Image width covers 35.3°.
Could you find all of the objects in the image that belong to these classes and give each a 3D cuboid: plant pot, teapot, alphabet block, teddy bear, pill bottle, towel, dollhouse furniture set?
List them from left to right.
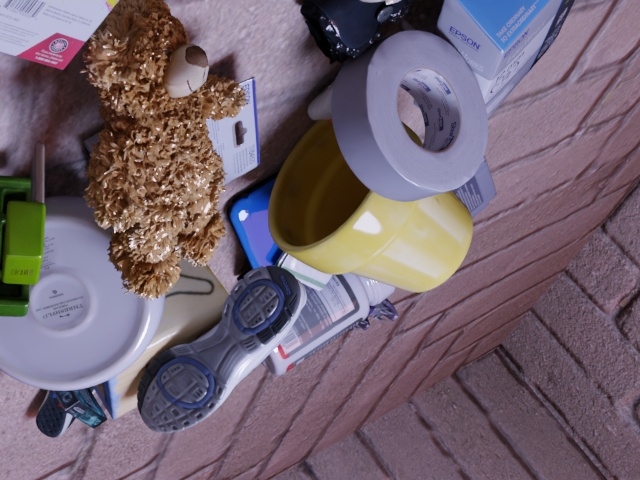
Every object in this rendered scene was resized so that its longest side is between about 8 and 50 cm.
[{"bbox_3d":[-0.429,-0.029,0.987,0.302,0.151,0.197,3,157,-18],"label":"dollhouse furniture set"},{"bbox_3d":[-0.314,0.056,1.252,0.252,0.256,0.187,-64,-169,7],"label":"teapot"},{"bbox_3d":[-0.260,0.105,1.444,0.197,0.192,0.193,-28,159,-23],"label":"alphabet block"},{"bbox_3d":[-0.163,-0.093,1.087,0.245,0.113,0.337,-16,120,-51],"label":"teddy bear"},{"bbox_3d":[-0.010,0.119,1.924,0.283,0.161,0.161,-32,159,-17],"label":"pill bottle"},{"bbox_3d":[0.000,0.000,1.636,0.113,0.023,0.152,27,95,-42],"label":"towel"},{"bbox_3d":[0.091,-0.044,1.502,0.239,0.254,0.254,31,113,-33],"label":"plant pot"}]

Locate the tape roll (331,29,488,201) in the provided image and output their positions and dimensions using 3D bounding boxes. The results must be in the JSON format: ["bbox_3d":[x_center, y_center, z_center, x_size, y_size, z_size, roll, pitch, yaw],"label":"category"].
[{"bbox_3d":[0.121,-0.164,1.333,0.219,0.219,0.072,-21,-177,-39],"label":"tape roll"}]

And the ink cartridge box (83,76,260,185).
[{"bbox_3d":[-0.185,-0.113,1.310,0.224,0.045,0.223,-31,158,-17],"label":"ink cartridge box"}]

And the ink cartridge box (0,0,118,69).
[{"bbox_3d":[-0.237,-0.250,0.898,0.175,0.072,0.127,-45,158,18],"label":"ink cartridge box"}]

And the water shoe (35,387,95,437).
[{"bbox_3d":[-0.410,0.241,1.677,0.203,0.073,0.080,-50,-177,27],"label":"water shoe"}]

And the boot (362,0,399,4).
[{"bbox_3d":[0.049,-0.320,1.058,0.213,0.077,0.165,-35,148,-32],"label":"boot"}]

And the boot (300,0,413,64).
[{"bbox_3d":[0.075,-0.329,1.219,0.207,0.094,0.246,-39,166,-10],"label":"boot"}]

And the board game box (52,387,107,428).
[{"bbox_3d":[-0.368,0.168,1.395,0.026,0.186,0.126,-34,159,-7],"label":"board game box"}]

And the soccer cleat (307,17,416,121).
[{"bbox_3d":[0.057,-0.243,1.434,0.196,0.068,0.076,-31,119,11],"label":"soccer cleat"}]

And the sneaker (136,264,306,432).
[{"bbox_3d":[-0.123,0.157,1.370,0.297,0.111,0.129,-41,165,10],"label":"sneaker"}]

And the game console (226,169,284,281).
[{"bbox_3d":[-0.029,-0.061,1.708,0.293,0.173,0.250,-33,128,-16],"label":"game console"}]

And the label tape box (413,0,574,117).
[{"bbox_3d":[0.270,-0.331,1.416,0.249,0.115,0.347,-47,169,-21],"label":"label tape box"}]

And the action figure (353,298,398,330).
[{"bbox_3d":[0.050,0.148,2.181,0.185,0.099,0.285,-37,157,23],"label":"action figure"}]

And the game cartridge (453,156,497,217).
[{"bbox_3d":[0.271,-0.088,2.116,0.198,0.062,0.297,-35,160,4],"label":"game cartridge"}]
